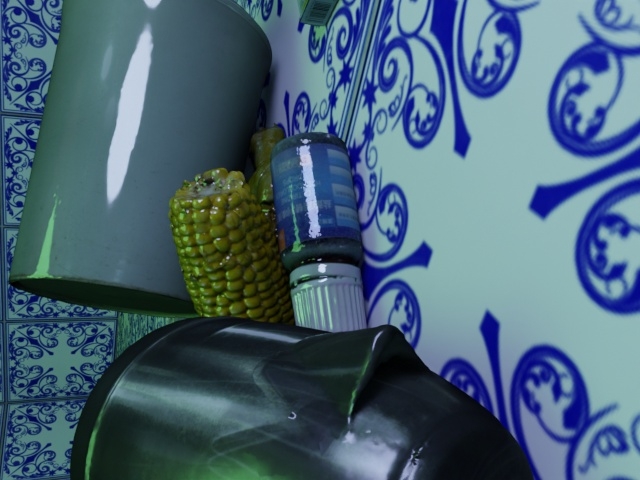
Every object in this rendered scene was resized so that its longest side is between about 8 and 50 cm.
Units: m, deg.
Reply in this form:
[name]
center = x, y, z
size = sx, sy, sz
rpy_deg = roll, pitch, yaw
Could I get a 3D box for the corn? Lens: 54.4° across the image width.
[corn]
center = -0.074, 0.078, 0.655
size = 0.115, 0.115, 0.317
rpy_deg = -132, 27, -58

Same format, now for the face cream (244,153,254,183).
[face cream]
center = -0.154, -0.083, 0.956
size = 0.070, 0.114, 0.224
rpy_deg = 66, -158, -66

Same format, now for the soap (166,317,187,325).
[soap]
center = -0.291, 0.163, 1.327
size = 0.149, 0.056, 0.100
rpy_deg = 157, 115, -65

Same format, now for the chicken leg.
[chicken leg]
center = -0.045, -0.064, 0.734
size = 0.103, 0.088, 0.227
rpy_deg = 107, 160, -55

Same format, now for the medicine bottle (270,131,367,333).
[medicine bottle]
center = 0.000, 0.000, 0.610
size = 0.083, 0.084, 0.203
rpy_deg = 139, 126, -61

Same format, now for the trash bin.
[trash bin]
center = -0.224, -0.130, 0.811
size = 0.280, 0.281, 0.431
rpy_deg = 153, 128, -64

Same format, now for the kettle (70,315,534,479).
[kettle]
center = 0.000, 0.211, 0.436
size = 0.324, 0.228, 0.320
rpy_deg = -6, 94, 49

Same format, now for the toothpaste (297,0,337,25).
[toothpaste]
center = 0.015, -0.297, 0.649
size = 0.164, 0.034, 0.046
rpy_deg = 128, 138, -55
